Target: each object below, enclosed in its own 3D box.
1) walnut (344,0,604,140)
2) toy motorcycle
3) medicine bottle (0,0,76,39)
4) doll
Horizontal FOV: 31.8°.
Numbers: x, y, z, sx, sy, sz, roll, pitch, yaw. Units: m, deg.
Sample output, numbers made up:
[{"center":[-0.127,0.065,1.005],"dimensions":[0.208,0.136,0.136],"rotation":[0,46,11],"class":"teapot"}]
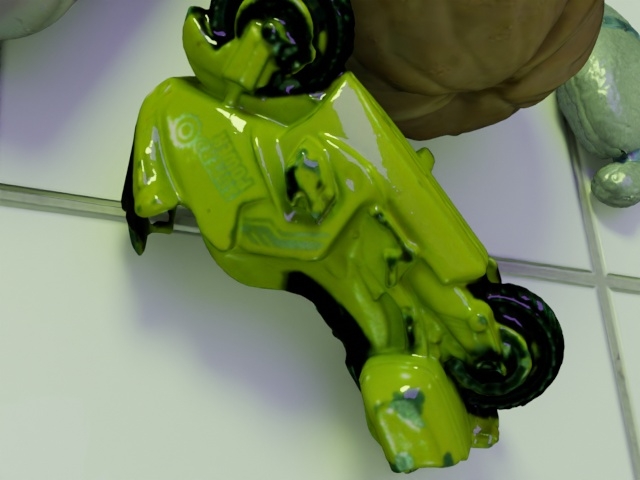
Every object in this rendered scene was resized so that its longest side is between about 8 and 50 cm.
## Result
[{"center":[0.072,-0.211,0.803],"dimensions":[0.296,0.285,0.285],"rotation":[28,42,-64],"class":"walnut"},{"center":[-0.001,0.001,0.715],"dimensions":[0.342,0.206,0.142],"rotation":[55,32,-10],"class":"toy motorcycle"},{"center":[-0.172,-0.335,0.770],"dimensions":[0.219,0.219,0.388],"rotation":[34,55,-9],"class":"medicine bottle"},{"center":[0.255,-0.128,0.982],"dimensions":[0.103,0.071,0.214],"rotation":[1,68,-27],"class":"doll"}]
